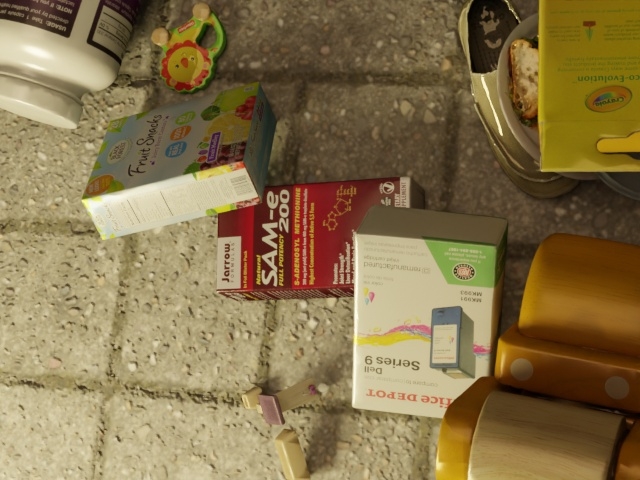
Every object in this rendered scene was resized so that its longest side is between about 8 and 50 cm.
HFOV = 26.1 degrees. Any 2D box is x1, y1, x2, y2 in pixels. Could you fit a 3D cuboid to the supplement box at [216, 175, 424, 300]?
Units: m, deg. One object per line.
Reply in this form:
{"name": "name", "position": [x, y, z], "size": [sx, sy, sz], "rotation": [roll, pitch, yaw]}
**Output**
{"name": "supplement box", "position": [0.000, 0.000, 1.627], "size": [0.239, 0.073, 0.130], "rotation": [-4, 78, 18]}

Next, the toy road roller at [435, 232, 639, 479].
{"name": "toy road roller", "position": [0.258, 0.129, 1.383], "size": [0.202, 0.329, 0.240], "rotation": [9, 104, 20]}

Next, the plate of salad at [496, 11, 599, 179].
{"name": "plate of salad", "position": [0.287, -0.166, 1.529], "size": [0.200, 0.048, 0.199], "rotation": [6, 75, -22]}

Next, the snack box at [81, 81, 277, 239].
{"name": "snack box", "position": [-0.166, -0.097, 1.657], "size": [0.207, 0.070, 0.174], "rotation": [-14, 35, 15]}

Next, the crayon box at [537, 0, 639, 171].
{"name": "crayon box", "position": [0.324, -0.203, 1.422], "size": [0.202, 0.081, 0.318], "rotation": [1, 69, 10]}

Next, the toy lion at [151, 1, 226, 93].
{"name": "toy lion", "position": [-0.162, -0.239, 1.756], "size": [0.100, 0.034, 0.096], "rotation": [-30, 78, 9]}

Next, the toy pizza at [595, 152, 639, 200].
{"name": "toy pizza", "position": [0.354, -0.141, 1.512], "size": [0.201, 0.032, 0.201], "rotation": [2, 86, -22]}

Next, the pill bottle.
{"name": "pill bottle", "position": [-0.317, -0.313, 1.739], "size": [0.181, 0.181, 0.323], "rotation": [15, 83, 20]}

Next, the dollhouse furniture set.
{"name": "dollhouse furniture set", "position": [-0.026, 0.220, 1.623], "size": [0.081, 0.091, 0.114], "rotation": [-20, 96, -28]}

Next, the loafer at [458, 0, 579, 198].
{"name": "loafer", "position": [0.218, -0.172, 1.582], "size": [0.102, 0.092, 0.268], "rotation": [-26, 72, 11]}

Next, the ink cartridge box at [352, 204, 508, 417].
{"name": "ink cartridge box", "position": [0.118, 0.081, 1.504], "size": [0.154, 0.093, 0.212], "rotation": [6, 114, 12]}
